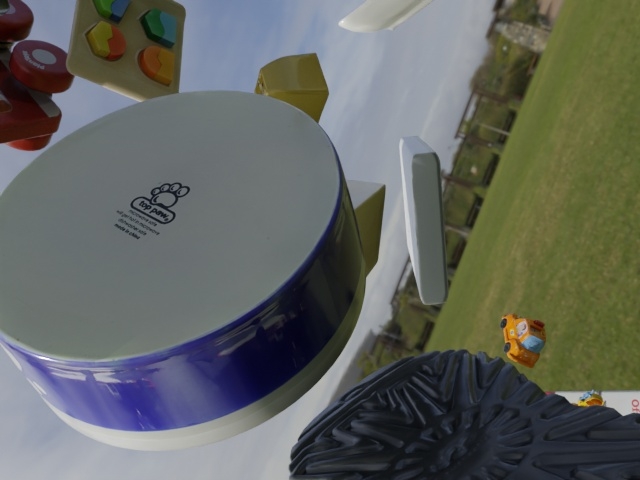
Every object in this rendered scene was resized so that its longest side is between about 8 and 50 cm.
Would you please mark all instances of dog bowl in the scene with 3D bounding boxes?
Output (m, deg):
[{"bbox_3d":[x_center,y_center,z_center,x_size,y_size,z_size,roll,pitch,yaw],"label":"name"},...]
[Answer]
[{"bbox_3d":[-0.103,0.009,0.525,0.104,0.265,0.265,75,-147,-46],"label":"dog bowl"}]

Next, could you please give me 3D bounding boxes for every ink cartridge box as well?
[{"bbox_3d":[0.365,0.255,0.961,0.063,0.151,0.109,26,-119,-55],"label":"ink cartridge box"}]

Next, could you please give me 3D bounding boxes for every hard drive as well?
[{"bbox_3d":[0.174,-0.052,1.251,0.353,0.047,0.233,-72,-23,-77],"label":"hard drive"}]

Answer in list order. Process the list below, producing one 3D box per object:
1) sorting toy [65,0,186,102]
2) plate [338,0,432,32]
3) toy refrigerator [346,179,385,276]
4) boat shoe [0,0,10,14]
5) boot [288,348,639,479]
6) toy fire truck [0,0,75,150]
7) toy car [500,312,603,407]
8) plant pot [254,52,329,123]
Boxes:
[{"bbox_3d":[-0.310,-0.338,1.193,0.038,0.193,0.208,-20,61,46],"label":"sorting toy"},{"bbox_3d":[0.156,-0.323,0.832,0.277,0.045,0.278,-35,11,17],"label":"plate"},{"bbox_3d":[0.000,0.000,0.780,0.269,0.094,0.102,-40,-44,-71],"label":"toy refrigerator"},{"bbox_3d":[-0.388,-0.346,0.818,0.340,0.113,0.127,-107,6,-47],"label":"boat shoe"},{"bbox_3d":[0.175,0.294,0.397,0.146,0.445,0.367,-33,10,-15],"label":"boot"},{"bbox_3d":[-0.565,-0.267,1.160,0.254,0.302,0.169,-25,-21,-51],"label":"toy fire truck"},{"bbox_3d":[0.236,0.117,0.726,0.040,0.122,0.060,-50,5,38],"label":"toy car"},{"bbox_3d":[-0.046,-0.205,1.006,0.081,0.083,0.081,113,147,-53],"label":"plant pot"}]
